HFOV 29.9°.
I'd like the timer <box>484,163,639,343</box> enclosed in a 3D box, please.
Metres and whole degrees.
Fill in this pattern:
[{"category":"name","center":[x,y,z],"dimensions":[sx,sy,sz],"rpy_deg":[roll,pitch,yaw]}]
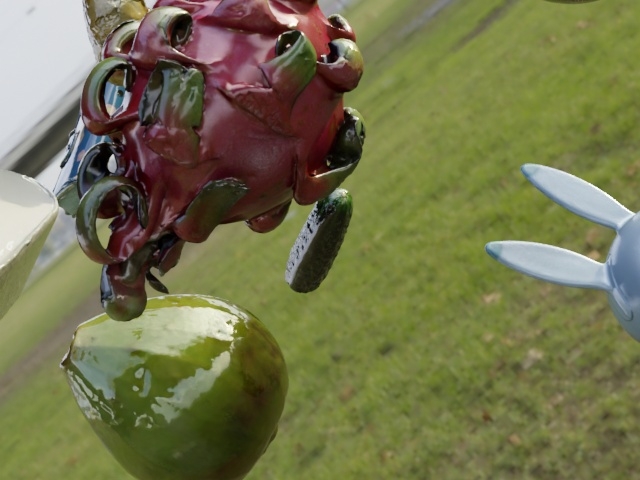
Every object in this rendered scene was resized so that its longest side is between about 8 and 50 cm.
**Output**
[{"category":"timer","center":[0.312,0.030,1.186],"dimensions":[0.255,0.175,0.175],"rpy_deg":[7,35,28]}]

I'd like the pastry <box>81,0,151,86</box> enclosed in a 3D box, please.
[{"category":"pastry","center":[-0.237,-0.256,1.413],"dimensions":[0.081,0.153,0.153],"rpy_deg":[-10,11,2]}]

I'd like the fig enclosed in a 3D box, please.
[{"category":"fig","center":[-0.141,0.147,1.236],"dimensions":[0.207,0.230,0.207],"rpy_deg":[-29,24,15]}]

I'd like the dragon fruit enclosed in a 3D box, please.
[{"category":"dragon fruit","center":[-0.091,-0.090,0.916],"dimensions":[0.273,0.198,0.218],"rpy_deg":[-31,-23,-5]}]

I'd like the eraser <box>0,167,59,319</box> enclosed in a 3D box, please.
[{"category":"eraser","center":[-0.429,0.027,1.215],"dimensions":[0.150,0.331,0.331],"rpy_deg":[-61,0,21]}]

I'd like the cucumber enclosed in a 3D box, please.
[{"category":"cucumber","center":[0.000,-0.001,1.951],"dimensions":[0.074,0.074,0.241],"rpy_deg":[-47,-11,-36]}]

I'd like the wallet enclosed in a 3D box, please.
[{"category":"wallet","center":[-0.351,-0.143,1.830],"dimensions":[0.141,0.059,0.202],"rpy_deg":[-34,39,56]}]

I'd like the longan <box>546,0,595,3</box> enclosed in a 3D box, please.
[{"category":"longan","center":[0.296,-0.382,1.388],"dimensions":[0.246,0.215,0.246],"rpy_deg":[-53,-5,-7]}]
